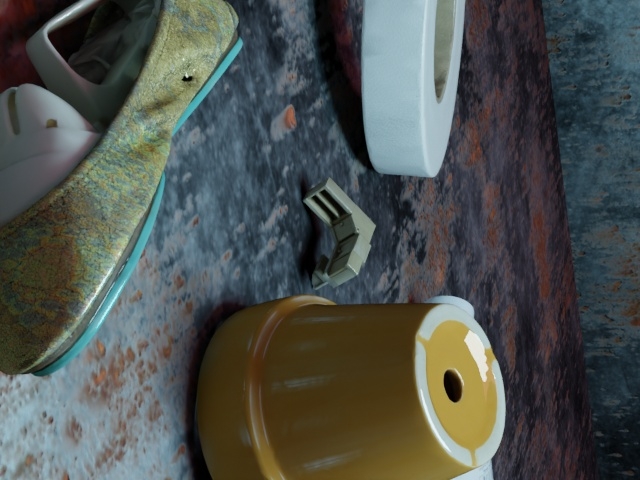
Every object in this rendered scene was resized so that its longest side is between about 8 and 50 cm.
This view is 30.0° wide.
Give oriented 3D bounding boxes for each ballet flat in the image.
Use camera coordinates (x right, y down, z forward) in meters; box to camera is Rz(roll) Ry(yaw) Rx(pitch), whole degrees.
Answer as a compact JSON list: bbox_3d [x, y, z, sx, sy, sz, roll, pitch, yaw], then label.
[{"bbox_3d":[-0.145,-0.070,0.731,0.348,0.123,0.123,-71,150,-46],"label":"ballet flat"}]

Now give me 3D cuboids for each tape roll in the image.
[{"bbox_3d":[0.117,-0.268,1.410,0.392,0.072,0.392,6,90,-78],"label":"tape roll"}]

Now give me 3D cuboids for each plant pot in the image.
[{"bbox_3d":[0.037,0.132,0.968,0.205,0.188,0.205,26,55,-45],"label":"plant pot"}]

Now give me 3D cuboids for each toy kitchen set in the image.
[{"bbox_3d":[0.000,0.000,1.200,0.075,0.068,0.083,46,35,-18],"label":"toy kitchen set"}]

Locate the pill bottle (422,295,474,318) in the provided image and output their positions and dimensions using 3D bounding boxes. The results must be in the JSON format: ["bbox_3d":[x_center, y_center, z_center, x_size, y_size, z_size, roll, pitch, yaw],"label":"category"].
[{"bbox_3d":[0.152,0.158,1.498,0.094,0.094,0.169,61,32,-49],"label":"pill bottle"}]

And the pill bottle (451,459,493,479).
[{"bbox_3d":[0.123,0.216,1.351,0.131,0.131,0.229,-37,121,-67],"label":"pill bottle"}]
